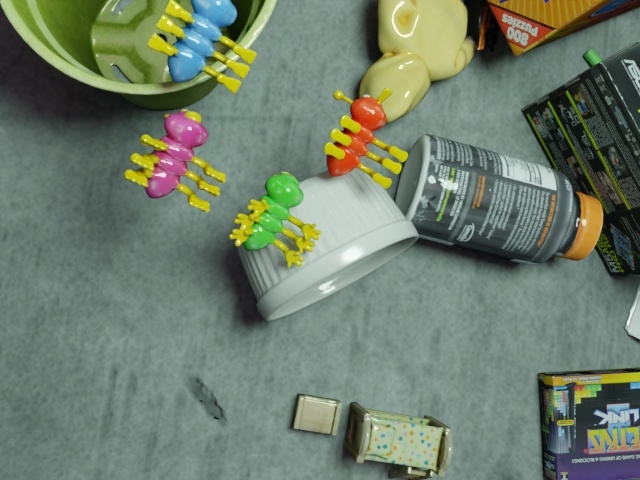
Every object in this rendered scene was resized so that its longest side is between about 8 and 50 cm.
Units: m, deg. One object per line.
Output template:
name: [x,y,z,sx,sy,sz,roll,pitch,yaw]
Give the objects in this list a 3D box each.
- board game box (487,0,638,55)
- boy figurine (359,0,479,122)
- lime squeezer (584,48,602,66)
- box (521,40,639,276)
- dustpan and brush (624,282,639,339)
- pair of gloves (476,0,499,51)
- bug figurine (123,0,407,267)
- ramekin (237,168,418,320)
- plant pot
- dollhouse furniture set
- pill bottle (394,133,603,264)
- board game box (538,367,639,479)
board game box: [0.372,-0.486,0.777,0.356,0.356,0.356,-26,90,-28]
boy figurine: [0.140,-0.278,0.909,0.177,0.092,0.285,23,86,-32]
lime squeezer: [0.509,-0.174,0.973,0.310,0.059,0.110,18,84,-6]
box: [0.380,-0.086,0.868,0.060,0.216,0.270,-28,90,-8]
dustpan and brush: [0.547,0.102,0.956,0.211,0.060,0.147,23,83,-6]
pair of gloves: [0.225,-0.291,0.931,0.010,0.083,0.074,13,108,27]
bug figurine: [-0.061,-0.102,0.664,0.279,0.072,0.216,29,99,-32]
ramekin: [0.000,0.000,0.819,0.207,0.207,0.109,-27,80,-9]
plant pot: [-0.187,-0.264,0.780,0.275,0.254,0.276,1,85,-8]
dollhouse furniture set: [0.051,0.289,0.851,0.181,0.101,0.161,11,84,-7]
pill bottle: [0.228,-0.043,0.886,0.245,0.130,0.131,14,84,-7]
board game box: [0.383,0.245,0.929,0.170,0.048,0.141,-2,85,-8]
